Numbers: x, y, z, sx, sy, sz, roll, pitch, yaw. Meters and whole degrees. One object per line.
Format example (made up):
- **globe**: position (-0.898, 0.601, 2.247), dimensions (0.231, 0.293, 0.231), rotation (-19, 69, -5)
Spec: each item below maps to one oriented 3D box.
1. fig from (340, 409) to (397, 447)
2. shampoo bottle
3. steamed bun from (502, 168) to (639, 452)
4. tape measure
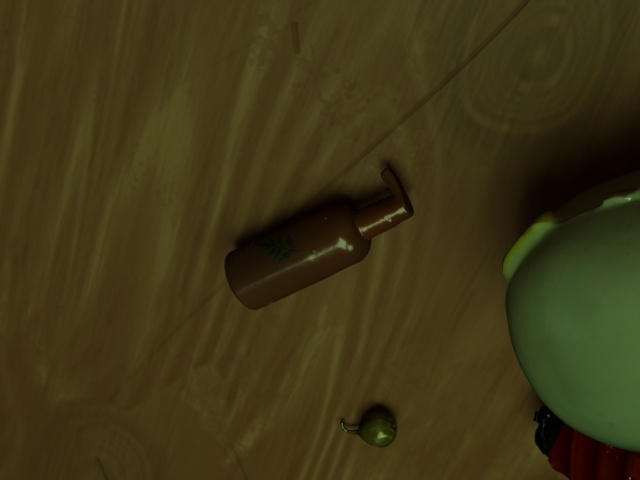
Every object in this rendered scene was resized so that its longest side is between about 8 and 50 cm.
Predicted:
- **fig**: position (0.066, 0.255, 1.661), dimensions (0.083, 0.050, 0.050), rotation (-4, 124, 31)
- **shampoo bottle**: position (0.001, 0.002, 1.481), dimensions (0.244, 0.085, 0.085), rotation (-28, 116, 21)
- **steamed bun**: position (0.389, 0.074, 1.328), dimensions (0.374, 0.334, 0.334), rotation (-15, 120, 29)
- **tape measure**: position (0.430, 0.263, 1.504), dimensions (0.260, 0.253, 0.114), rotation (-1, 102, -16)
